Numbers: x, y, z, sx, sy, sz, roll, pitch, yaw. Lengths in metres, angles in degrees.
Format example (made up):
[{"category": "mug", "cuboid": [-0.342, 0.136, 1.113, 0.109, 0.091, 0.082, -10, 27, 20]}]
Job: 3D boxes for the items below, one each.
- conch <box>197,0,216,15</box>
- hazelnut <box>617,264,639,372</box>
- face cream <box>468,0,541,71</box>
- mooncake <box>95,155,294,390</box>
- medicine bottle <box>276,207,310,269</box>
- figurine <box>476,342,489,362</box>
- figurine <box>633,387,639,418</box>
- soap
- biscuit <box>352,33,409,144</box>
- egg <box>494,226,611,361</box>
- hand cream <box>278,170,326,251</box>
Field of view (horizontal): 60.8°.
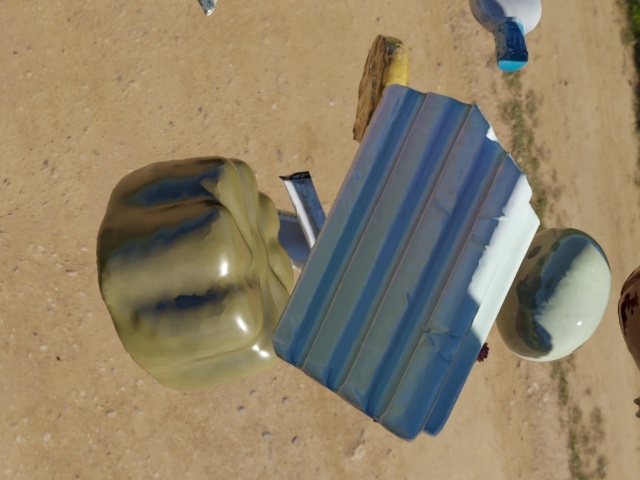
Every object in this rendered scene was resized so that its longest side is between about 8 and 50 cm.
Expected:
[{"category": "conch", "cuboid": [-0.229, -0.542, 1.001, 0.313, 0.186, 0.240, 7, 42, -7]}, {"category": "hazelnut", "cuboid": [0.563, 0.117, 0.788, 0.218, 0.218, 0.234, -4, 77, -34]}, {"category": "face cream", "cuboid": [0.385, -0.510, 1.147, 0.163, 0.080, 0.336, 7, 68, -13]}, {"category": "mooncake", "cuboid": [-0.171, 0.042, 0.890, 0.378, 0.201, 0.378, -9, 90, -77]}, {"category": "medicine bottle", "cuboid": [-0.135, -0.015, 1.350, 0.252, 0.144, 0.144, 10, 84, -6]}, {"category": "figurine", "cuboid": [0.309, 0.158, 1.197, 0.245, 0.138, 0.110, -55, 149, -54]}, {"category": "figurine", "cuboid": [0.869, 0.441, 1.347, 0.247, 0.177, 0.173, -36, 155, -42]}, {"category": "soap", "cuboid": [0.087, 0.016, 0.518, 0.095, 0.173, 0.289, 23, 92, -56]}, {"category": "biscuit", "cuboid": [0.162, -0.385, 1.441, 0.102, 0.296, 0.296, 7, 86, -8]}, {"category": "egg", "cuboid": [0.571, 0.136, 1.357, 0.258, 0.258, 0.352, -4, 115, -34]}, {"category": "hand cream", "cuboid": [0.000, 0.000, 1.229, 0.121, 0.076, 0.336, -15, 84, -62]}]
